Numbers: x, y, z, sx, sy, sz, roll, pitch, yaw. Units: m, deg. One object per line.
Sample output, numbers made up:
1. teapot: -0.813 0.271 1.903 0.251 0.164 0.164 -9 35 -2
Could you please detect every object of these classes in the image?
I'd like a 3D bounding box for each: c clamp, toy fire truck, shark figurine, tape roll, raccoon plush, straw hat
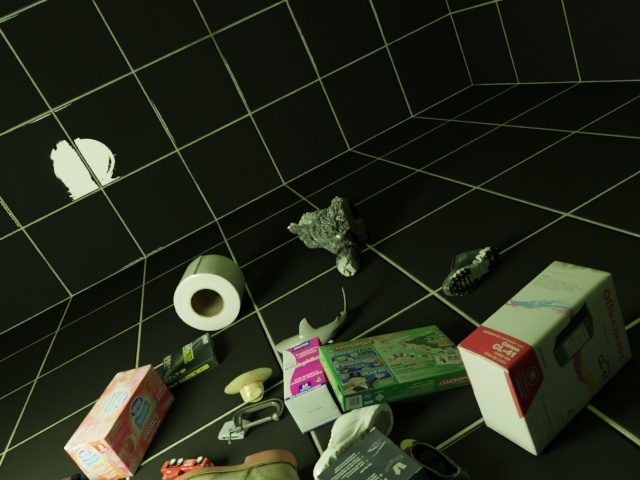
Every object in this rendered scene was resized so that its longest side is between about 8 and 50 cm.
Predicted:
1. c clamp: -0.168 0.468 1.345 0.161 0.022 0.137 -19 15 -12
2. toy fire truck: -0.363 0.599 1.247 0.192 0.047 0.135 -15 24 24
3. shark figurine: -0.008 0.260 1.549 0.278 0.116 0.166 -32 24 -11
4. tape roll: -0.417 0.197 1.960 0.246 0.246 0.169 -22 23 9
5. raccoon plush: 0.000 0.000 2.032 0.299 0.216 0.446 -25 20 24
6. straw hat: -0.190 0.420 1.438 0.144 0.144 0.061 -27 59 -2

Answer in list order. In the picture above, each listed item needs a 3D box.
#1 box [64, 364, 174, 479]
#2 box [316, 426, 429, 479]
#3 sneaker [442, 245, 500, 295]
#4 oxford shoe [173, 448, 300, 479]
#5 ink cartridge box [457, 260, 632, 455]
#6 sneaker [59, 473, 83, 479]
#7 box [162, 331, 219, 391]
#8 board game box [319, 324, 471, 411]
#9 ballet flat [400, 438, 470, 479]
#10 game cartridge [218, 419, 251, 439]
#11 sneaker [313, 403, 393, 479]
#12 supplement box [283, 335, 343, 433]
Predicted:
1. box: -0.574 0.527 1.503 0.142 0.154 0.300 -19 22 17
2. box: 0.105 0.467 0.971 0.156 0.093 0.158 -33 22 -19
3. sneaker: 0.421 0.090 1.513 0.234 0.078 0.106 -34 20 -29
4. oxford shoe: -0.207 0.545 1.055 0.348 0.123 0.130 -20 25 -8
5. ink cartridge box: 0.439 0.217 0.995 0.306 0.226 0.131 -34 23 -18
6. sneaker: -0.639 0.680 1.299 0.124 0.107 0.283 -29 21 -24
7. box: -0.449 0.415 1.767 0.184 0.045 0.191 -31 23 -6
8. board game box: 0.175 0.291 1.216 0.317 0.046 0.213 -8 18 -12
9. ballet flat: 0.220 0.425 1.000 0.057 0.049 0.173 -36 24 -27
10. game cartridge: -0.226 0.501 1.364 0.083 0.017 0.056 -14 28 27
11. sneaker: 0.057 0.441 1.117 0.232 0.090 0.115 -32 14 -39
12. supplement box: -0.024 0.365 1.324 0.111 0.114 0.220 -24 20 3
